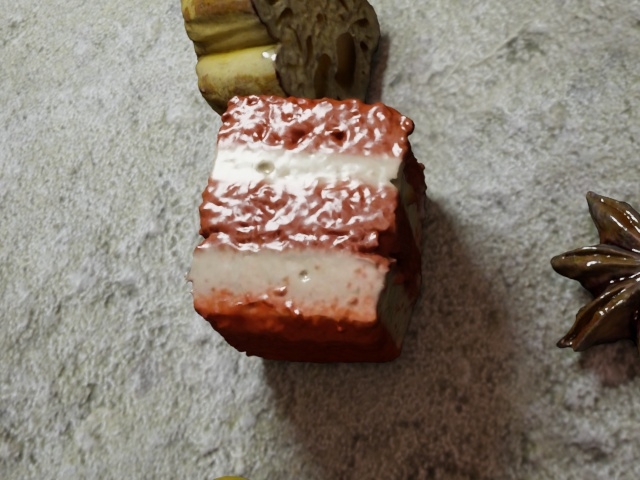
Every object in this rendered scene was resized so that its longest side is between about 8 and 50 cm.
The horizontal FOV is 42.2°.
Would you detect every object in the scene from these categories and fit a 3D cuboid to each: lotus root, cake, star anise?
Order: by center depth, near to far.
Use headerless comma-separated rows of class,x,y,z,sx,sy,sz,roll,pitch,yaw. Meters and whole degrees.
star anise,0.451,0.045,1.076,0.315,0.108,0.316,-8,61,15
cake,0.000,0.000,1.130,0.269,0.269,0.320,4,72,16
lotus root,-0.088,-0.303,1.272,0.249,0.316,0.316,-7,66,30

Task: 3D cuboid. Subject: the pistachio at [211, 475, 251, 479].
pistachio,-0.088,0.383,1.097,0.189,0.100,0.110,25,52,37
